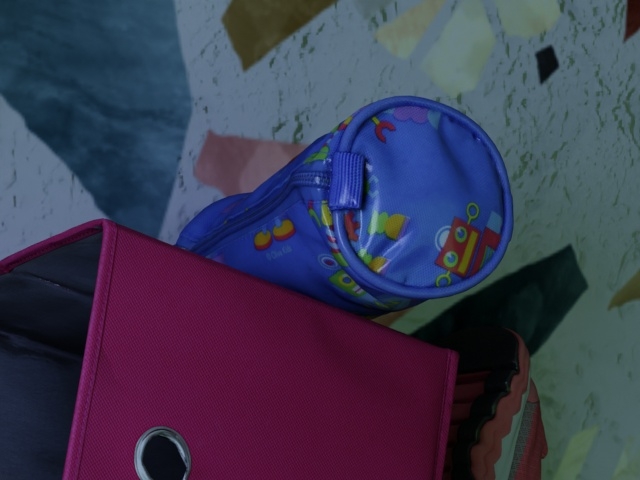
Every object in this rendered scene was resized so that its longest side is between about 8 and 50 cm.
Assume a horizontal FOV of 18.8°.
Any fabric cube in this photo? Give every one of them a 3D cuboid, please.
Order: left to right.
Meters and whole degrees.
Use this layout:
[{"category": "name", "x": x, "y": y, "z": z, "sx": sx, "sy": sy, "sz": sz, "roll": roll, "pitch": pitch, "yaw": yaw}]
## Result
[{"category": "fabric cube", "x": -0.104, "y": 0.165, "z": 1.158, "sx": 0.258, "sy": 0.259, "sz": 0.254, "roll": 22, "pitch": 66, "yaw": -32}]

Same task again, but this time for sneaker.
[{"category": "sneaker", "x": 0.105, "y": 0.209, "z": 1.369, "sx": 0.136, "sy": 0.116, "sz": 0.314, "roll": 58, "pitch": 40, "yaw": -33}]

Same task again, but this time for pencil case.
[{"category": "pencil case", "x": 0.000, "y": 0.000, "z": 1.226, "sx": 0.133, "sy": 0.306, "sz": 0.119, "roll": 7, "pitch": 76, "yaw": -22}]
